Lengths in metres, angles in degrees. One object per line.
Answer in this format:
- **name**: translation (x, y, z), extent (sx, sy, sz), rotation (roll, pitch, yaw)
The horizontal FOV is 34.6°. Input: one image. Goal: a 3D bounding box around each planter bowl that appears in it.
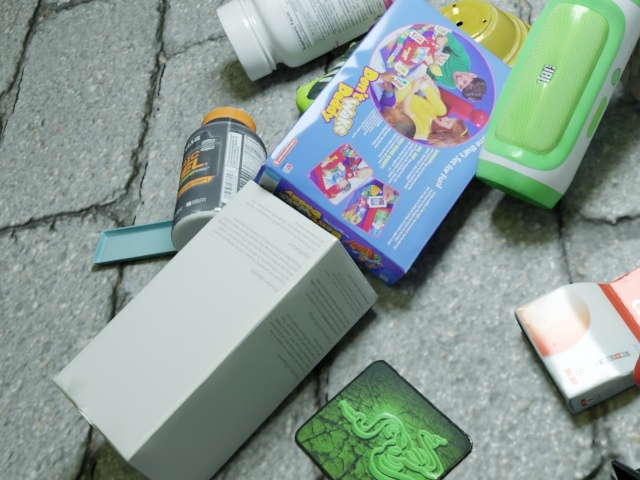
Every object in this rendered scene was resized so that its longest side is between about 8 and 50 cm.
- **planter bowl**: translation (0.222, -0.301, 1.562), extent (0.217, 0.090, 0.217), rotation (-14, 47, 15)

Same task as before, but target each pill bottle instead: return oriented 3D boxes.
- **pill bottle**: translation (-0.019, -0.388, 1.710), extent (0.283, 0.160, 0.160), rotation (-26, 45, 4)
- **pill bottle**: translation (-0.146, -0.087, 1.535), extent (0.130, 0.130, 0.246), rotation (-13, 47, 16)

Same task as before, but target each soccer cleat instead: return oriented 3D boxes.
- **soccer cleat**: translation (0.042, -0.258, 1.644), extent (0.179, 0.060, 0.072), rotation (-39, 55, 0)

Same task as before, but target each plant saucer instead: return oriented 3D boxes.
- **plant saucer**: translation (-0.263, 0.001, 1.596), extent (0.192, 0.018, 0.067), rotation (-9, 49, 21)

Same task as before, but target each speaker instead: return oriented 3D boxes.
- **speaker**: translation (0.311, -0.196, 1.329), extent (0.131, 0.131, 0.297), rotation (26, 93, 40)

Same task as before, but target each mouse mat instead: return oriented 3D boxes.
- **mouse mat**: translation (0.071, 0.238, 1.229), extent (0.152, 0.007, 0.189), rotation (-41, 47, -11)

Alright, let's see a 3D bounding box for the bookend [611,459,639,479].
- **bookend**: translation (0.386, 0.231, 0.983), extent (0.157, 0.072, 0.156), rotation (-22, 0, -2)

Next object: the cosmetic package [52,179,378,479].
- **cosmetic package**: translation (-0.132, 0.124, 1.310), extent (0.365, 0.155, 0.197), rotation (-46, 49, -9)

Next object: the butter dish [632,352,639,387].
- **butter dish**: translation (0.439, 0.119, 1.078), extent (0.160, 0.118, 0.160), rotation (37, 118, 44)

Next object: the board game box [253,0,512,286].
- **board game box**: translation (0.106, -0.145, 1.400), extent (0.233, 0.078, 0.347), rotation (38, 69, -1)

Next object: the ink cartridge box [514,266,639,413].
- **ink cartridge box**: translation (0.336, 0.101, 1.189), extent (0.179, 0.045, 0.145), rotation (-29, 45, 5)

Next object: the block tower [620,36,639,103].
- **block tower**: translation (0.443, -0.280, 1.416), extent (0.097, 0.091, 0.335), rotation (-13, 44, -13)
